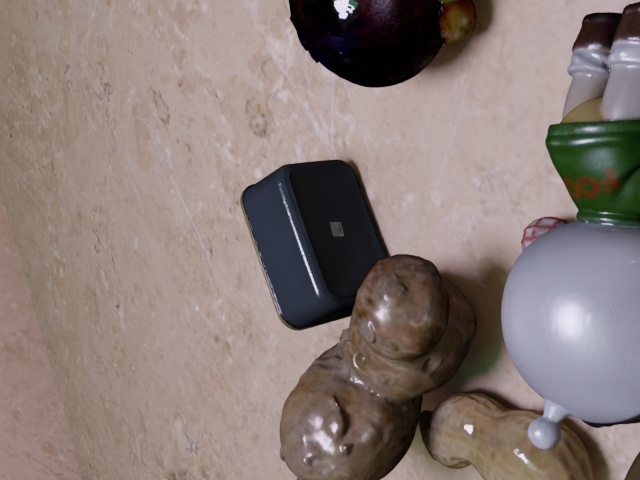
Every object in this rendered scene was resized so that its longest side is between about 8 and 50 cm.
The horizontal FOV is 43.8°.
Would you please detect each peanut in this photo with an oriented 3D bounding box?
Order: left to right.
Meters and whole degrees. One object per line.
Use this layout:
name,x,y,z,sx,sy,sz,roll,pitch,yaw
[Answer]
peanut,0.191,0.225,0.876,0.228,0.086,0.104,11,118,52

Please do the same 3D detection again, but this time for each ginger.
ginger,0.070,0.132,0.897,0.155,0.244,0.304,33,120,17

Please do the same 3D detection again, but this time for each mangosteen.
mangosteen,0.077,-0.268,0.833,0.231,0.194,0.194,-22,81,27

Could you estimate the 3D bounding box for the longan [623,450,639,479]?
longan,0.340,0.249,0.558,0.300,0.243,0.300,-169,90,-84

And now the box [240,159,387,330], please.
box,0.000,0.000,1.013,0.090,0.144,0.201,-31,74,46

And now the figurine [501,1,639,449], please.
figurine,0.249,-0.006,0.675,0.281,0.167,0.369,-161,74,-67
